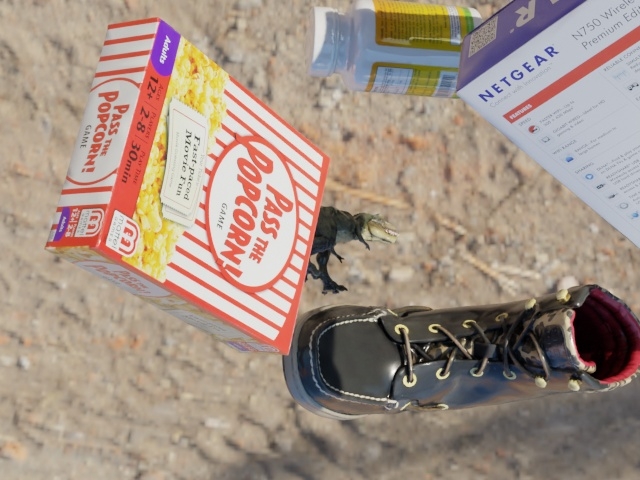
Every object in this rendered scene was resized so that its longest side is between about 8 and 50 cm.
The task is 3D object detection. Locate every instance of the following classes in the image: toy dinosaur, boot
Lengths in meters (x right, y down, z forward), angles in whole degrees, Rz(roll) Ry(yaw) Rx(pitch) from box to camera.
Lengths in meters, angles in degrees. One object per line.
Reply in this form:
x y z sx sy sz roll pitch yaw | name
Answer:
0.000 0.000 1.499 0.064 0.118 0.268 -14 160 37 | toy dinosaur
0.168 0.126 1.353 0.284 0.138 0.377 -14 161 39 | boot

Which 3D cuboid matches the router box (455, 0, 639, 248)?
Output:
0.338 -0.145 0.999 0.301 0.082 0.335 36 133 -24 | router box

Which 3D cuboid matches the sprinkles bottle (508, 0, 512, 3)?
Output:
0.400 -0.304 1.491 0.356 0.121 0.121 6 140 -32 | sprinkles bottle

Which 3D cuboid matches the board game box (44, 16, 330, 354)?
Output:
-0.074 -0.026 0.749 0.045 0.146 0.193 -1 158 34 | board game box

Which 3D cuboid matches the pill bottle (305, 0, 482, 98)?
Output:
0.105 -0.284 1.755 0.246 0.136 0.136 3 137 -9 | pill bottle
